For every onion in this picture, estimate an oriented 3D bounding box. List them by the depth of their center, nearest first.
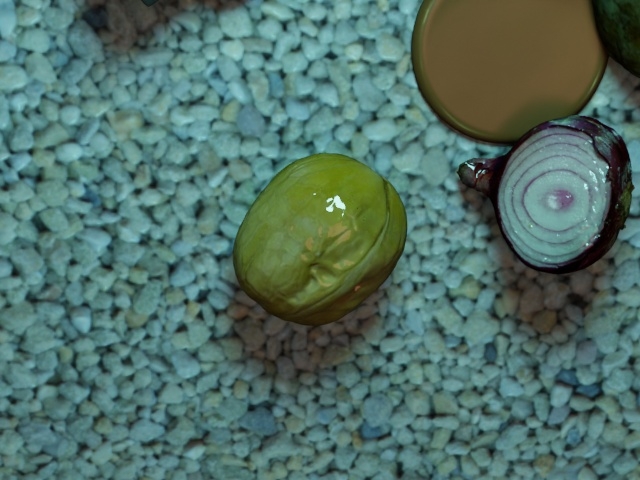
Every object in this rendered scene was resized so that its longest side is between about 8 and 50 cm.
[{"bbox_3d":[0.277,-0.063,1.536,0.218,0.140,0.195,12,103,29],"label":"onion"}]

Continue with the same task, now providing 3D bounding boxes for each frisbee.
[{"bbox_3d":[0.237,-0.240,1.529,0.251,0.021,0.250,-1,109,-4],"label":"frisbee"}]

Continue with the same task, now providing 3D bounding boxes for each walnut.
[{"bbox_3d":[0.000,0.000,1.509,0.193,0.193,0.225,32,113,-13],"label":"walnut"}]

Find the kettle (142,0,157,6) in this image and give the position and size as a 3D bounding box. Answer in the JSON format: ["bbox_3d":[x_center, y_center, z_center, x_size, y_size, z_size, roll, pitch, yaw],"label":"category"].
[{"bbox_3d":[-0.119,-0.370,1.396,0.243,0.160,0.210,-28,128,4],"label":"kettle"}]

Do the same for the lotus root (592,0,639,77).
[{"bbox_3d":[0.416,-0.333,1.428,0.142,0.210,0.314,2,96,-30],"label":"lotus root"}]
